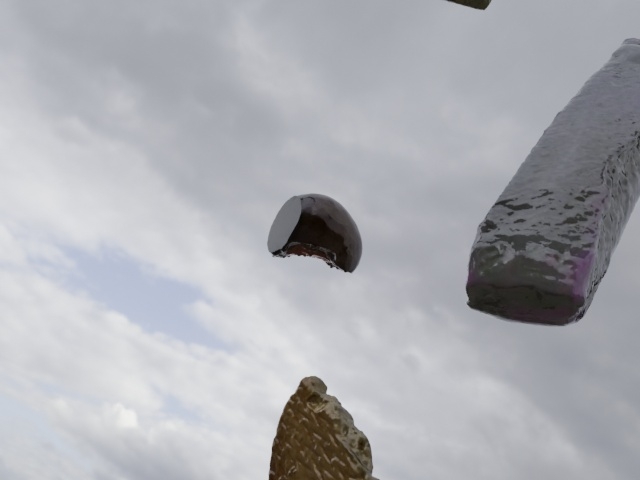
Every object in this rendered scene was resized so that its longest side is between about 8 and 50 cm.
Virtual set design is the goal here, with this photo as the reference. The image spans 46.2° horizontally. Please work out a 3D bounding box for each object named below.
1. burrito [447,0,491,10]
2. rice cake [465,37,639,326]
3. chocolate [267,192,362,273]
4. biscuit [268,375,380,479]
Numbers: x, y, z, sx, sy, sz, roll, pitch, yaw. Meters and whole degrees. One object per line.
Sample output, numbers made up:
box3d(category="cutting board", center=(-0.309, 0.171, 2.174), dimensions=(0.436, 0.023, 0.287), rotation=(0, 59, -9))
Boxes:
box3d(category="burrito", center=(0.246, -0.466, 1.401), dimensions=(0.149, 0.055, 0.041), rotation=(19, -58, 3))
box3d(category="rice cake", center=(0.199, -0.059, 0.528), dimensions=(0.070, 0.399, 0.064), rotation=(12, -55, 29))
box3d(category="chocolate", center=(0.000, 0.000, 1.136), dimensions=(0.133, 0.124, 0.127), rotation=(28, -70, -33))
box3d(category="biscuit", center=(0.004, 0.257, 0.782), dimensions=(0.033, 0.144, 0.224), rotation=(23, 16, -34))
